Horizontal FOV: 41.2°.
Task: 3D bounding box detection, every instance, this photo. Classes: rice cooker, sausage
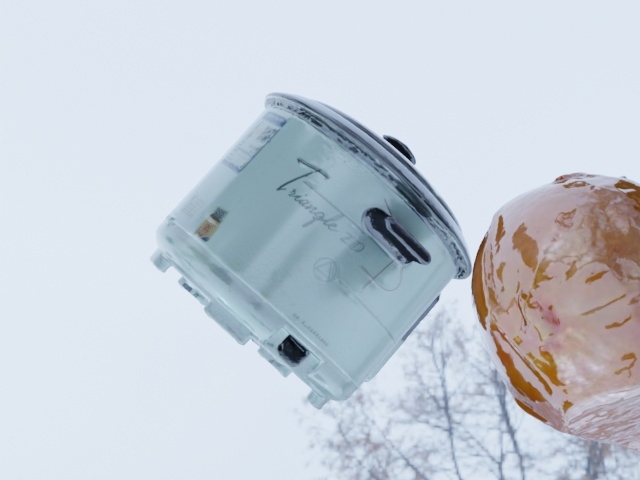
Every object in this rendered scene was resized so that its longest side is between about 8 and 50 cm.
[{"bbox_3d":[0.000,0.000,0.753,0.241,0.227,0.280,44,-8,-20],"label":"rice cooker"},{"bbox_3d":[0.197,0.047,0.531,0.268,0.141,0.153,18,-46,-44],"label":"sausage"}]
